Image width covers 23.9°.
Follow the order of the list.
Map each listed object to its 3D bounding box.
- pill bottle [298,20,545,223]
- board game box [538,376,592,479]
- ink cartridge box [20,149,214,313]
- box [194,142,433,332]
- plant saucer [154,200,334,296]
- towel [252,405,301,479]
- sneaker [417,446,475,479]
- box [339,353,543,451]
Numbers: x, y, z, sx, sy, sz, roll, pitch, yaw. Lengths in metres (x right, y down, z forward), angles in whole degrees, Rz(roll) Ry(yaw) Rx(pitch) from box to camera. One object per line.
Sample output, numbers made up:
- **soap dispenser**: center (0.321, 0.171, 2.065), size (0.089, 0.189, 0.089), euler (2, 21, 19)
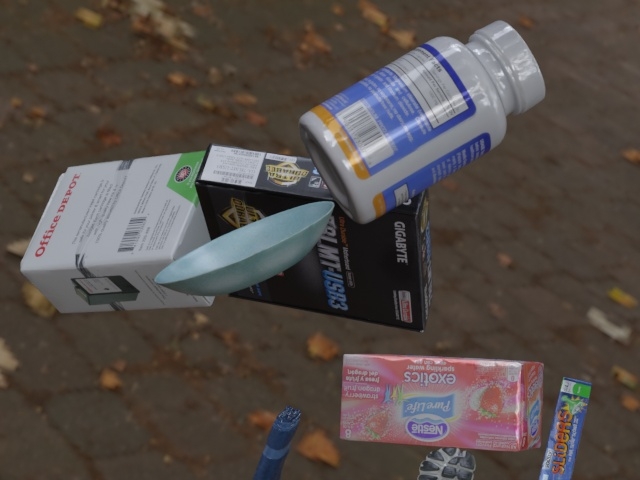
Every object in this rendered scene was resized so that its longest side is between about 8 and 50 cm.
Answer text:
- **pill bottle**: center (0.124, -0.148, 1.792), size (0.152, 0.272, 0.152), euler (57, -8, 13)
- **board game box**: center (0.273, 0.258, 1.729), size (0.035, 0.201, 0.136), euler (13, 64, 11)
- **ink cartridge box**: center (-0.275, -0.011, 2.256), size (0.121, 0.289, 0.211), euler (54, 43, -41)
- **box**: center (0.000, 0.000, 2.014), size (0.293, 0.295, 0.073), euler (11, 59, 12)
- **plant saucer**: center (-0.069, 0.016, 1.499), size (0.037, 0.195, 0.195), euler (67, 20, -10)
- **towel**: center (-0.061, 0.296, 2.133), size (0.029, 0.119, 0.067), euler (24, 17, 12)
- **sneaker**: center (0.147, 0.335, 1.893), size (0.068, 0.071, 0.170), euler (14, 54, 14)
- **box**: center (0.195, 0.257, 2.420), size (0.299, 0.142, 0.154), euler (1, -5, 21)
